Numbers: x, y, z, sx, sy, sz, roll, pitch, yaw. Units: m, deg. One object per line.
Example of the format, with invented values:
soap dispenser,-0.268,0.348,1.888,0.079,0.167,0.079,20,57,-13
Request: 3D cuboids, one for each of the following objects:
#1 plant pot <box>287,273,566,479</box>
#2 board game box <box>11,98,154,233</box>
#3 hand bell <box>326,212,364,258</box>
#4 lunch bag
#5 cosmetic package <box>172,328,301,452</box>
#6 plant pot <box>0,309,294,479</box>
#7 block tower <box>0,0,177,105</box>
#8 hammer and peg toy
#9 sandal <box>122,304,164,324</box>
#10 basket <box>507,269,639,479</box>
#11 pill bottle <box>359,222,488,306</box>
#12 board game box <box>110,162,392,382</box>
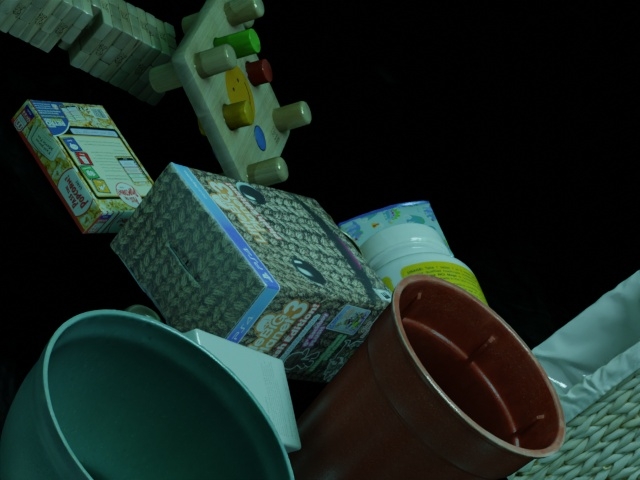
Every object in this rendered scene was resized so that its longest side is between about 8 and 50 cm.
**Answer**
plant pot,0.109,0.229,1.921,0.272,0.265,0.272,33,28,-20
board game box,-0.297,-0.097,2.066,0.147,0.045,0.193,-1,51,-56
hand bell,0.000,0.000,2.313,0.126,0.126,0.242,38,15,-12
lunch bag,0.112,0.018,2.431,0.151,0.096,0.129,-6,49,-21
cosmetic package,-0.111,0.182,1.785,0.231,0.085,0.117,29,44,-62
plant pot,-0.198,0.242,1.543,0.293,0.196,0.293,34,27,-20
block tower,-0.352,-0.314,2.252,0.335,0.097,0.091,26,32,-34
hammer and peg toy,-0.110,-0.228,2.324,0.361,0.127,0.266,-70,140,-58
sandal,-0.181,0.152,1.851,0.090,0.060,0.219,23,34,-37
basket,0.458,0.250,2.334,0.266,0.331,0.328,48,26,-5
pill bottle,0.154,0.140,2.202,0.188,0.188,0.334,23,34,-37
board game box,-0.077,0.047,2.014,0.291,0.141,0.232,12,32,-52
